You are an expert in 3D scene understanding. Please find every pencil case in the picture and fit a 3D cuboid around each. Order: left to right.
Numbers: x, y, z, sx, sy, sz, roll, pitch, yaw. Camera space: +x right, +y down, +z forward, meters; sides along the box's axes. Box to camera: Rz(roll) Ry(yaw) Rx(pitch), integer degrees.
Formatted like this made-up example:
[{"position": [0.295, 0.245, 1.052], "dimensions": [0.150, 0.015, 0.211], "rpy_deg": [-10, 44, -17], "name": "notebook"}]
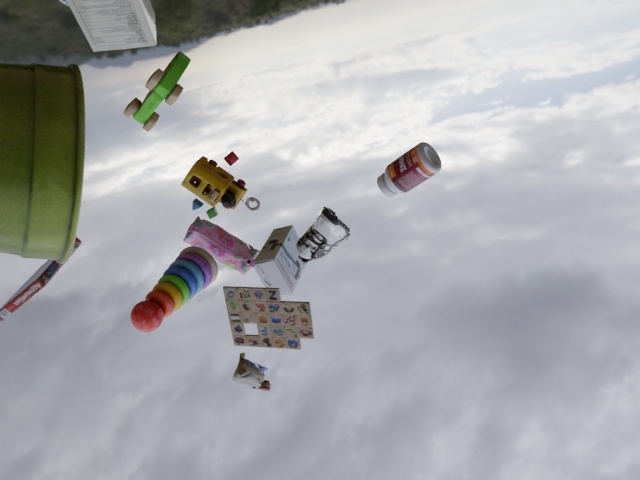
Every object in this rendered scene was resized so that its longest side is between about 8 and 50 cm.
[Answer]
[{"position": [-0.369, 0.021, 2.084], "dimensions": [0.124, 0.284, 0.124], "rpy_deg": [-57, -171, 14], "name": "pencil case"}]

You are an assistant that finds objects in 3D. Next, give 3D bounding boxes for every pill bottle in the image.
[{"position": [0.215, -0.169, 1.361], "dimensions": [0.152, 0.086, 0.086], "rpy_deg": [-34, -171, 38], "name": "pill bottle"}]

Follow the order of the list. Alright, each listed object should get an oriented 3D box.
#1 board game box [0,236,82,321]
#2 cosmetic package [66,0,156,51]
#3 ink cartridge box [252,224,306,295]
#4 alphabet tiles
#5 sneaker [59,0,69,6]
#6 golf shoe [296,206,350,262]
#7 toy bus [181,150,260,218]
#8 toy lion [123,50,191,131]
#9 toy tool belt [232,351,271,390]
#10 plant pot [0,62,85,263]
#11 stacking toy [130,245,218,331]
[{"position": [-0.708, 0.090, 1.404], "dimensions": [0.145, 0.027, 0.281], "rpy_deg": [-36, -160, 9], "name": "board game box"}, {"position": [-0.489, -0.580, 1.240], "dimensions": [0.160, 0.309, 0.113], "rpy_deg": [-7, -113, -4], "name": "cosmetic package"}, {"position": [-0.130, 0.069, 1.882], "dimensions": [0.087, 0.153, 0.208], "rpy_deg": [-13, -150, 27], "name": "ink cartridge box"}, {"position": [-0.138, 0.212, 1.500], "dimensions": [0.237, 0.198, 0.009], "rpy_deg": [1, -153, 13], "name": "alphabet tiles"}, {"position": [-0.835, -0.787, 1.698], "dimensions": [0.076, 0.166, 0.064], "rpy_deg": [8, -110, 35], "name": "sneaker"}, {"position": [0.000, 0.000, 1.111], "dimensions": [0.094, 0.077, 0.198], "rpy_deg": [-44, 171, -17], "name": "golf shoe"}, {"position": [-0.297, -0.147, 1.586], "dimensions": [0.202, 0.190, 0.104], "rpy_deg": [-7, -157, 11], "name": "toy bus"}, {"position": [-0.168, -0.172, 0.600], "dimensions": [0.100, 0.034, 0.096], "rpy_deg": [-24, -142, 48], "name": "toy lion"}, {"position": [-0.120, 0.241, 1.016], "dimensions": [0.052, 0.083, 0.051], "rpy_deg": [-19, -130, 41], "name": "toy tool belt"}, {"position": [-0.616, -0.144, 0.930], "dimensions": [0.353, 0.366, 0.366], "rpy_deg": [2, -167, -33], "name": "plant pot"}, {"position": [-0.438, 0.148, 1.628], "dimensions": [0.141, 0.141, 0.330], "rpy_deg": [-3, -154, 23], "name": "stacking toy"}]
